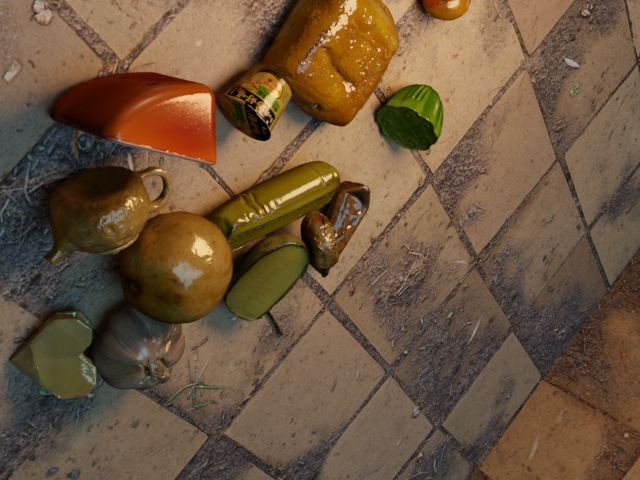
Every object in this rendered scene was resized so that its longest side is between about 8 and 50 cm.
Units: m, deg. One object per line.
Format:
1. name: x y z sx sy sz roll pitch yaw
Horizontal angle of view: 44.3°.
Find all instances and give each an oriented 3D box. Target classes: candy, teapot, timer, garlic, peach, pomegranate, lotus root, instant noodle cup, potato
1. candy: 0.043 -0.036 2.148 0.101 0.143 0.271 23 93 -24
2. teapot: -0.436 -0.048 1.629 0.311 0.203 0.167 -33 131 -31
3. timer: -0.367 -0.240 1.551 0.250 0.257 0.161 -11 113 -42
4. garlic: -0.422 0.258 1.860 0.228 0.152 0.228 -15 118 -31
5. peach: 0.329 -0.645 2.066 0.138 0.138 0.138 -22 127 -33
6. pomegranate: -0.323 0.062 1.773 0.260 0.260 0.260 -22 127 -33
7. lotus root: 0.268 -0.365 2.164 0.186 0.186 0.186 -22 127 -33
8. instant noodle cup: -0.145 -0.318 1.804 0.122 0.151 0.151 -53 139 -21
9. potato: -0.151 0.074 2.028 0.160 0.111 0.271 25 116 -38

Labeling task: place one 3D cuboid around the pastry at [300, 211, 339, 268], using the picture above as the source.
1. pastry: -0.004 0.001 2.025 0.081 0.153 0.153 -15 127 -6

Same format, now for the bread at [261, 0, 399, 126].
1. bread: 0.053 -0.453 1.900 0.337 0.148 0.328 -56 138 -2

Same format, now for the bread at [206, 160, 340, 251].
1. bread: -0.121 -0.093 1.962 0.383 0.112 0.166 -28 168 -28

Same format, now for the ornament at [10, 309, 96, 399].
1. ornament: -0.594 0.260 1.750 0.180 0.059 0.201 -5 108 -17

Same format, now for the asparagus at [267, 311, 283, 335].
1. asparagus: -0.136 0.219 2.208 0.013 0.016 0.166 -54 138 -26
